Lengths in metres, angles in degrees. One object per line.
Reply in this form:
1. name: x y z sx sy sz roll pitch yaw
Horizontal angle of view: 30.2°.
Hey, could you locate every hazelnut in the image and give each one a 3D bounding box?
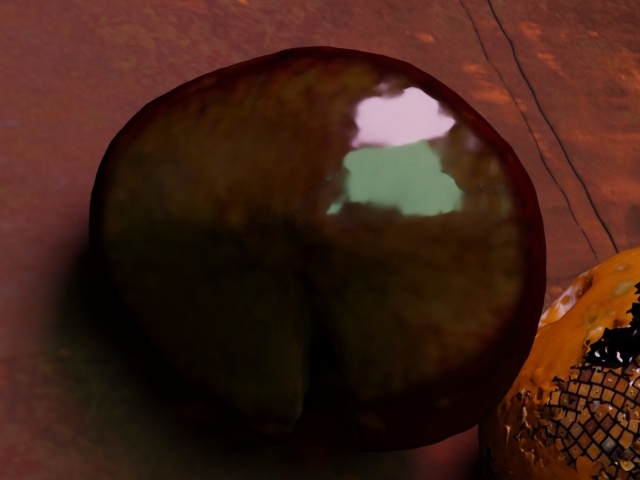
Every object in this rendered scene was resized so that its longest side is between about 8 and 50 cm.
1. hazelnut: 0.000 0.000 0.653 0.251 0.217 0.217 19 45 5

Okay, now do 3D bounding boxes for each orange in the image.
1. orange: 0.202 0.103 0.700 0.182 0.234 0.234 44 43 8
